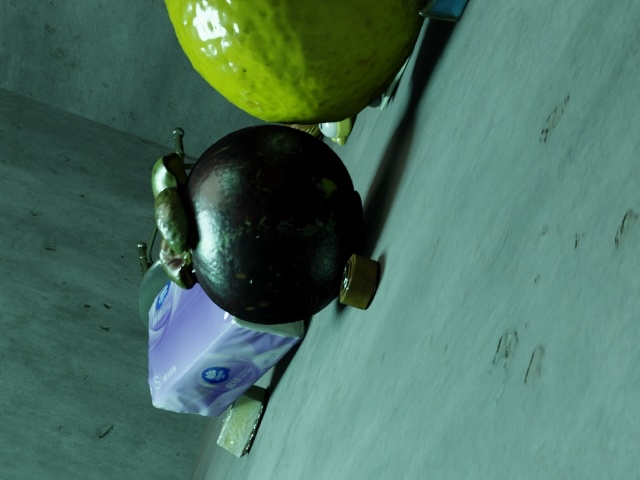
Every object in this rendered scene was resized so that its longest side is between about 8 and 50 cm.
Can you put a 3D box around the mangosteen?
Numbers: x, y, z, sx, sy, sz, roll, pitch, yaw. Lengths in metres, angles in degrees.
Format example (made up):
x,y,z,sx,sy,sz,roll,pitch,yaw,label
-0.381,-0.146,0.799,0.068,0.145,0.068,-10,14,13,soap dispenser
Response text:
x,y,z,sx,sy,sz,roll,pitch,yaw,label
-0.083,-0.021,1.441,0.288,0.288,0.288,-161,90,-85,mangosteen

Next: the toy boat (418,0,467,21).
x,y,z,sx,sy,sz,roll,pitch,yaw,label
0.150,-0.345,1.328,0.075,0.077,0.185,114,173,-46,toy boat

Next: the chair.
x,y,z,sx,sy,sz,roll,pitch,yaw,label
-0.228,0.037,2.435,0.410,0.362,0.364,-90,19,-58,chair

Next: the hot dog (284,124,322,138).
x,y,z,sx,sy,sz,roll,pitch,yaw,label
-0.034,-0.342,2.925,0.196,0.122,0.272,121,163,-73,hot dog

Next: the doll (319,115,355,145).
x,y,z,sx,sy,sz,roll,pitch,yaw,label
0.048,-0.292,2.115,0.291,0.086,0.117,117,142,-60,doll

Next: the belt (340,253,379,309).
x,y,z,sx,sy,sz,roll,pitch,yaw,label
0.042,0.048,1.242,0.083,0.036,0.059,-87,16,-75,belt

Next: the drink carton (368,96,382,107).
x,y,z,sx,sy,sz,roll,pitch,yaw,label
0.052,-0.344,1.659,0.189,0.191,0.185,-58,11,37,drink carton

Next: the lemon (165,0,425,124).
x,y,z,sx,sy,sz,roll,pitch,yaw,label
-0.024,-0.321,1.417,0.387,0.350,0.350,56,-145,-39,lemon

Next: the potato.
x,y,z,sx,sy,sz,roll,pitch,yaw,label
-0.140,0.321,1.966,0.086,0.061,0.122,-83,15,-74,potato

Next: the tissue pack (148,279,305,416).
x,y,z,sx,sy,sz,roll,pitch,yaw,label
-0.168,0.126,1.864,0.338,0.160,0.242,-47,40,45,tissue pack

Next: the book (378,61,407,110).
x,y,z,sx,sy,sz,roll,pitch,yaw,label
0.130,-0.307,1.729,0.127,0.014,0.181,115,172,-45,book
